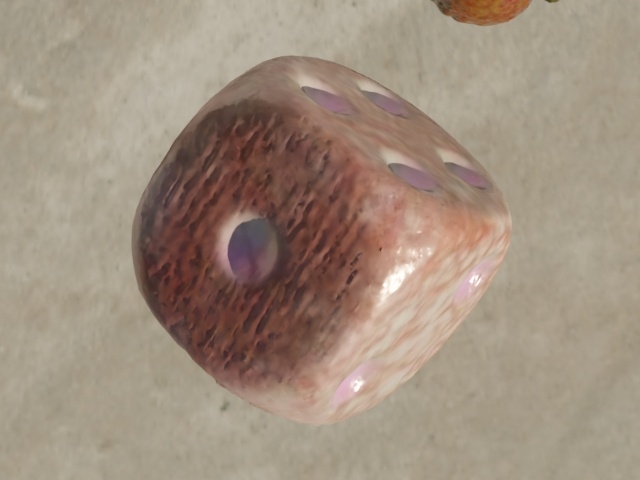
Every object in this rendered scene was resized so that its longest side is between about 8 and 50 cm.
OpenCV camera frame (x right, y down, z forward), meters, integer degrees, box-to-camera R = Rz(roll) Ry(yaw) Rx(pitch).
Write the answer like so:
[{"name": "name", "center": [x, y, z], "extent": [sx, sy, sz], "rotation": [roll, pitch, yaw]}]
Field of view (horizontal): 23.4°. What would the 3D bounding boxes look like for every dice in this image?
[{"name": "dice", "center": [0.000, 0.000, 0.515], "extent": [0.094, 0.093, 0.091], "rotation": [-54, 159, 22]}]

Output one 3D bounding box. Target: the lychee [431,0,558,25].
[{"name": "lychee", "center": [0.115, -0.187, 0.948], "extent": [0.140, 0.114, 0.101], "rotation": [0, 123, 24]}]
